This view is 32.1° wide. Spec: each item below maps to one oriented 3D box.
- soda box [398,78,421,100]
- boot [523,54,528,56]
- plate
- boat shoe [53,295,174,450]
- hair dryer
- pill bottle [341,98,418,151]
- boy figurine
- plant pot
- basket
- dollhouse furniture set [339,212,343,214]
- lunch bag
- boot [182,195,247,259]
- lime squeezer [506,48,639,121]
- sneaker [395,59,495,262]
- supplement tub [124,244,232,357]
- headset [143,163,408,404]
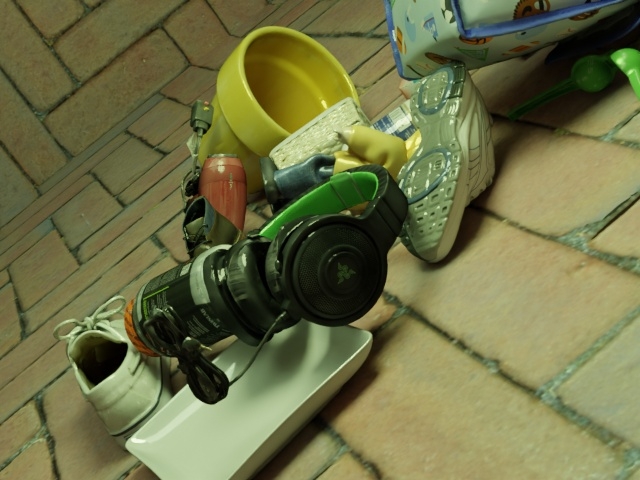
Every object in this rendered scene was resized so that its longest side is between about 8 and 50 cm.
[{"bbox_3d":[0.188,-0.292,1.913,0.063,0.058,0.183,-26,24,28],"label":"soda box"},{"bbox_3d":[0.328,-0.352,1.797,0.121,0.045,0.099,-44,40,-2],"label":"boot"},{"bbox_3d":[-0.083,0.195,1.322,0.278,0.045,0.277,-43,20,-16],"label":"plate"},{"bbox_3d":[-0.312,0.162,1.604,0.136,0.156,0.367,-37,21,1],"label":"boat shoe"},{"bbox_3d":[-0.175,-0.068,1.858,0.080,0.223,0.293,-2,48,-14],"label":"hair dryer"},{"bbox_3d":[0.091,-0.127,1.660,0.169,0.094,0.094,-34,20,8],"label":"pill bottle"},{"bbox_3d":[0.060,-0.102,1.560,0.285,0.177,0.092,-16,47,4],"label":"boy figurine"},{"bbox_3d":[-0.097,-0.209,1.964,0.239,0.254,0.254,-38,14,43],"label":"plant pot"},{"bbox_3d":[0.018,-0.129,1.764,0.167,0.113,0.103,-34,24,7],"label":"basket"},{"bbox_3d":[0.000,0.000,1.552,0.114,0.081,0.091,-20,26,38],"label":"dollhouse furniture set"},{"bbox_3d":[0.305,-0.366,1.537,0.386,0.238,0.328,-15,2,-12],"label":"lunch bag"},{"bbox_3d":[-0.181,0.024,1.651,0.082,0.106,0.219,-27,22,25],"label":"boot"},{"bbox_3d":[0.365,-0.196,1.449,0.310,0.059,0.109,16,85,63],"label":"lime squeezer"},{"bbox_3d":[0.177,-0.094,1.439,0.111,0.129,0.297,-15,48,41],"label":"sneaker"},{"bbox_3d":[-0.171,0.088,1.489,0.190,0.117,0.117,-25,23,39],"label":"supplement tub"},{"bbox_3d":[-0.054,0.028,1.306,0.243,0.185,0.394,-18,29,42],"label":"headset"}]
